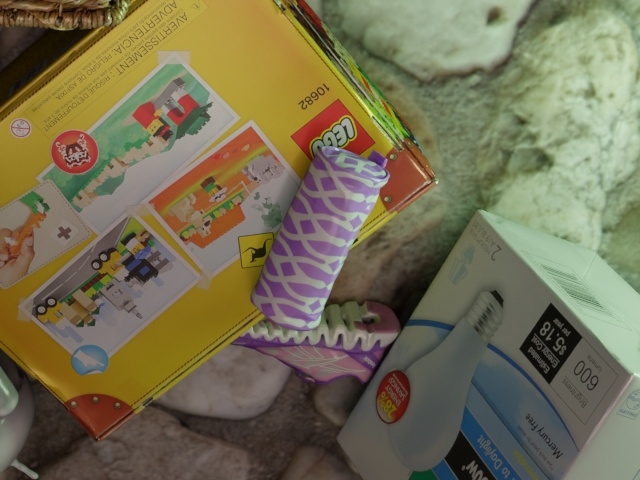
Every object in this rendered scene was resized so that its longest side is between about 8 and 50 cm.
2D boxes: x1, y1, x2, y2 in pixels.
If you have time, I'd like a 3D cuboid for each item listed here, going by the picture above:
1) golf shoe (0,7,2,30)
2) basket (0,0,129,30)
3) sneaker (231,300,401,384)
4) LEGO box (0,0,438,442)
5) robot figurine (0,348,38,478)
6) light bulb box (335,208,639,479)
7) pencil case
[{"bbox_3d":[-0.357,-0.266,1.581,0.086,0.067,0.186,5,112,-11],"label":"golf shoe"},{"bbox_3d":[-0.337,-0.341,1.466,0.299,0.213,0.223,0,108,-1],"label":"basket"},{"bbox_3d":[-0.022,0.131,1.786,0.237,0.095,0.104,6,120,-11],"label":"sneaker"},{"bbox_3d":[-0.185,-0.076,1.616,0.500,0.193,0.372,-37,113,9],"label":"LEGO box"},{"bbox_3d":[-0.470,0.155,1.672,0.300,0.200,0.353,-7,122,46],"label":"robot figurine"},{"bbox_3d":[0.249,0.220,1.688,0.225,0.358,0.361,18,111,-33],"label":"light bulb box"},{"bbox_3d":[0.000,0.000,1.523,0.088,0.086,0.206,2,121,-47],"label":"pencil case"}]
